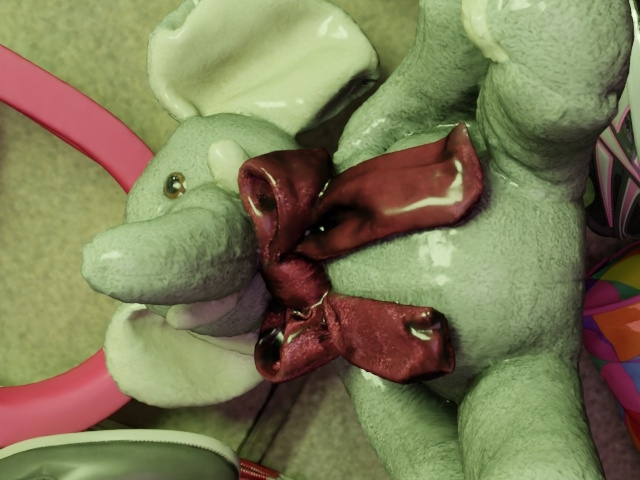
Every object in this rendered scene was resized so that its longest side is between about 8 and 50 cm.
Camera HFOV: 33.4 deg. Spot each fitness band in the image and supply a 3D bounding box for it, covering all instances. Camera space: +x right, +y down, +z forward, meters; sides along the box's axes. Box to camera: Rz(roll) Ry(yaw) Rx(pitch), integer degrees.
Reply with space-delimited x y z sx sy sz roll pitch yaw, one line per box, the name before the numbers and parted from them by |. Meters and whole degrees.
fitness band | -0.200 -0.001 0.587 0.290 0.054 0.209 32 83 -34

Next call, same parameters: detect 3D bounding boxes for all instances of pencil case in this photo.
pencil case | 0.240 0.113 0.691 0.104 0.104 0.236 -29 104 1

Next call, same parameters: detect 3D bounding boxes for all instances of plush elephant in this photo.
plush elephant | 0.000 0.000 0.542 0.255 0.330 0.272 2 99 5

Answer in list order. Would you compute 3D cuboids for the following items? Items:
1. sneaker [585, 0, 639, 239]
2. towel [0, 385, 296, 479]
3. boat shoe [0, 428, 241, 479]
sneaker | 0.177 -0.082 0.652 0.077 0.072 0.178 -9 88 36
towel | -0.184 0.224 0.703 0.328 0.037 0.237 19 102 -11
boat shoe | -0.209 0.182 0.603 0.335 0.096 0.112 -7 141 0
